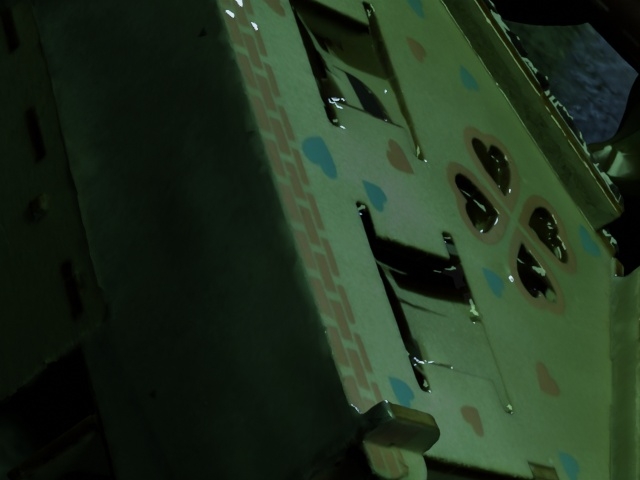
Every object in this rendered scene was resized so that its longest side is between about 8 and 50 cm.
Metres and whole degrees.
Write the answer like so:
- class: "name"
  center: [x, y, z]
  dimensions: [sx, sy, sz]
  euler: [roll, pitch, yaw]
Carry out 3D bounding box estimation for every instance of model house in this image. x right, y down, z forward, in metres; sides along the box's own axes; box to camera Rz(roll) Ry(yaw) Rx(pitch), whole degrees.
- class: "model house"
  center: [0.000, 0.000, 0.704]
  dimensions: [0.244, 0.169, 0.326]
  euler: [14, 49, -46]

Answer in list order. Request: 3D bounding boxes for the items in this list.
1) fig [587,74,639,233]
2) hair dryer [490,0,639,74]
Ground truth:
- class: "fig"
  center: [0.224, -0.053, 0.953]
  dimensions: [0.368, 0.286, 0.286]
  euler: [-3, 54, -10]
- class: "hair dryer"
  center: [0.124, -0.109, 0.737]
  dimensions: [0.340, 0.123, 0.312]
  euler: [50, 12, 28]
